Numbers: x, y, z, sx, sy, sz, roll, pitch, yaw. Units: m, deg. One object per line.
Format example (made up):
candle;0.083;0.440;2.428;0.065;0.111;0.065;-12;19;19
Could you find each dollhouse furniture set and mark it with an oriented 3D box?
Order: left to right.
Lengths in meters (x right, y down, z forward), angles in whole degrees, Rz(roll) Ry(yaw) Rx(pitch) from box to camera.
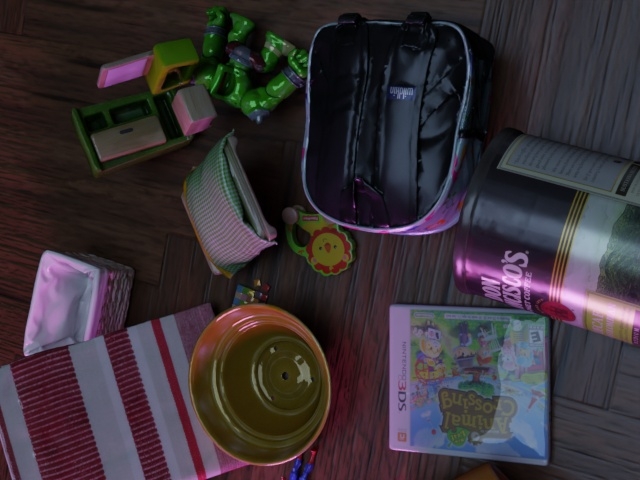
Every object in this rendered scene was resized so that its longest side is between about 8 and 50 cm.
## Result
dollhouse furniture set;-0.202;-0.086;1.393;0.301;0.151;0.197;66;157;8

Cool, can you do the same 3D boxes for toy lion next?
toy lion;0.000;0.000;1.413;0.100;0.034;0.096;1;99;26

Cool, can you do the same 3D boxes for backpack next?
backpack;0.094;-0.131;1.271;0.225;0.191;0.253;6;87;28

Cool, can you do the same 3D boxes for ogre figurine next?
ogre figurine;-0.104;-0.238;1.420;0.197;0.097;0.118;32;93;10

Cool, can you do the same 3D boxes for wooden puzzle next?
wooden puzzle;-0.102;0.092;1.475;0.049;0.006;0.083;20;100;24

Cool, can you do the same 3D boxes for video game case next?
video game case;0.188;0.181;1.327;0.212;0.023;0.193;1;92;26

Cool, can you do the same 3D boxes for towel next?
towel;-0.271;0.243;1.437;0.329;0.037;0.237;-16;81;-16

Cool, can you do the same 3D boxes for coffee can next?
coffee can;0.314;0.002;1.163;0.275;0.201;0.201;17;99;24

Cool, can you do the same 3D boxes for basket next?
basket;-0.355;0.103;1.545;0.113;0.103;0.167;17;99;24

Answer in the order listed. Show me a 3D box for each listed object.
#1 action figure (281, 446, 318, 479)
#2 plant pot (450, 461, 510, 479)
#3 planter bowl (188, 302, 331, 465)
action figure;-0.034;0.338;1.438;0.038;0.030;0.115;17;101;19
plant pot;0.174;0.377;1.257;0.188;0.205;0.205;-40;74;5
planter bowl;-0.065;0.190;1.413;0.217;0.090;0.217;0;91;26
